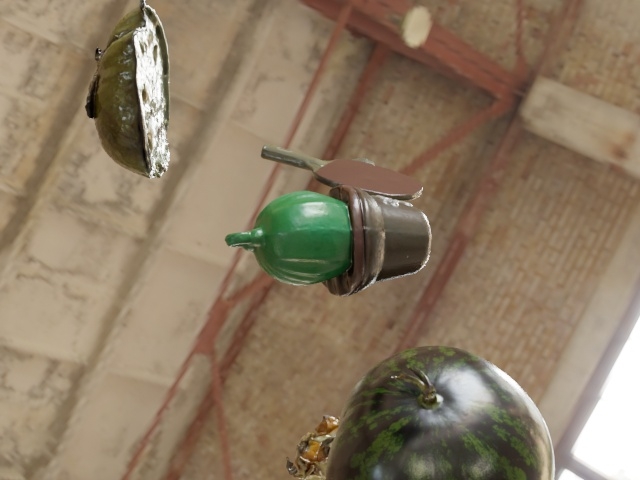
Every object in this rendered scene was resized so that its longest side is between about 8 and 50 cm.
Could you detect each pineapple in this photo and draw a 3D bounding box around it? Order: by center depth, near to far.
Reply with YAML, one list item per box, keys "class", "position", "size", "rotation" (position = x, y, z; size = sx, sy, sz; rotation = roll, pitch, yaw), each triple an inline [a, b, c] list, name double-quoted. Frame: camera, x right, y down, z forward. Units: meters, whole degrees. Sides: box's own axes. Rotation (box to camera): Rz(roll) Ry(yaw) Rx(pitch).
- class: "pineapple"
  position: [0.078, 0.300, 1.849]
  size: [0.114, 0.236, 0.186]
  rotation: [-73, -34, -48]

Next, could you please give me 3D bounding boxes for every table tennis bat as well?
- class: "table tennis bat"
  position: [0.029, -0.098, 1.955]
  size: [0.138, 0.246, 0.022]
  rotation: [-31, -45, -62]

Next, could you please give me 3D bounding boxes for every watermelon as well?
- class: "watermelon"
  position: [0.131, 0.253, 1.499]
  size: [0.269, 0.269, 0.269]
  rotation: [-28, -48, -36]

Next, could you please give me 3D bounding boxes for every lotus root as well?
- class: "lotus root"
  position: [-0.225, -0.172, 1.565]
  size: [0.183, 0.077, 0.204]
  rotation: [-19, -73, -85]

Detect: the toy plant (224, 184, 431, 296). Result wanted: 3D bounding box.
- class: "toy plant"
  position: [0.000, 0.000, 1.276]
  size: [0.200, 0.143, 0.105]
  rotation: [2, -98, -20]

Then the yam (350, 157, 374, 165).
- class: "yam"
  position: [0.061, -0.065, 2.113]
  size: [0.169, 0.068, 0.068]
  rotation: [-82, -5, -59]
